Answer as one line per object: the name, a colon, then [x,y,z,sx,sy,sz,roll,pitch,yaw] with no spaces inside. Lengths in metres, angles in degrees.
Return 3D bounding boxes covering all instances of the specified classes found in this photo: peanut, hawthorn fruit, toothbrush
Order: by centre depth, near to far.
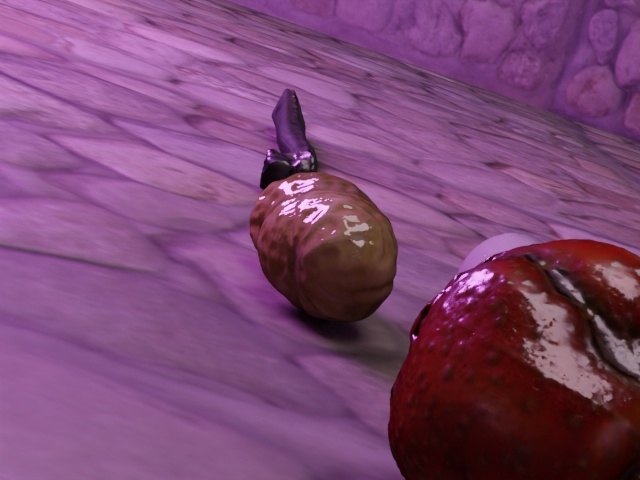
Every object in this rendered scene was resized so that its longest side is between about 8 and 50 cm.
hawthorn fruit: [0.065,0.045,0.404,0.093,0.093,0.093,19,10,-4]
peanut: [0.000,0.000,0.608,0.054,0.054,0.113,17,8,-14]
toothbrush: [-0.019,-0.063,0.952,0.031,0.030,0.297,8,12,-3]

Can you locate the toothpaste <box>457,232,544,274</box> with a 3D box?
toothpaste: [0.089,0.050,0.540,0.071,0.045,0.193,8,19,-15]
